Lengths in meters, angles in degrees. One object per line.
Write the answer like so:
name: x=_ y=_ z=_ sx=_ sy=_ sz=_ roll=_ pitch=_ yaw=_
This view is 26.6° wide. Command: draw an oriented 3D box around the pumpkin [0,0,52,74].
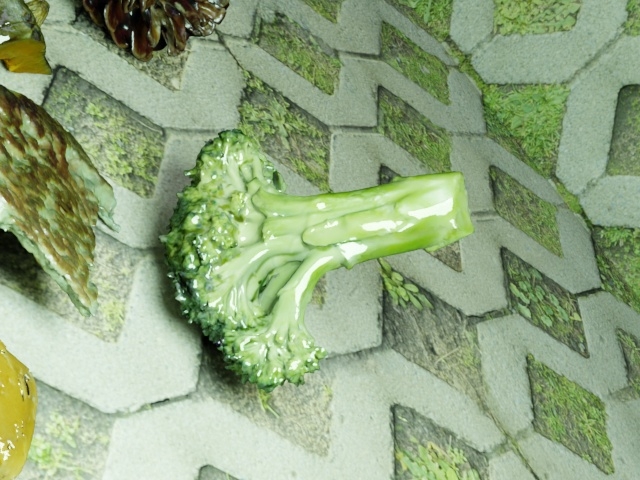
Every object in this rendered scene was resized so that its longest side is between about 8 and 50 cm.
pumpkin: x=-0.444 y=-0.304 z=1.884 sx=0.131 sy=0.126 sz=0.248 roll=52 pitch=26 yaw=6

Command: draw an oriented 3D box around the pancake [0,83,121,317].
pancake: x=-0.362 y=-0.074 z=1.676 sx=0.305 sy=0.067 sz=0.427 roll=56 pitch=9 yaw=-19

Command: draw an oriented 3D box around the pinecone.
pinecone: x=-0.273 y=-0.440 z=2.191 sx=0.296 sy=0.242 sz=0.298 roll=53 pitch=21 yaw=17

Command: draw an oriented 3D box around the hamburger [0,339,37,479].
hamburger: x=-0.384 y=0.165 z=1.352 sx=0.214 sy=0.108 sz=0.213 roll=40 pitch=26 yaw=-24

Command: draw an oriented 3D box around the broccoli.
broccoli: x=-0.025 y=-0.025 z=1.841 sx=0.353 sy=0.397 sz=0.275 roll=47 pitch=1 yaw=11
